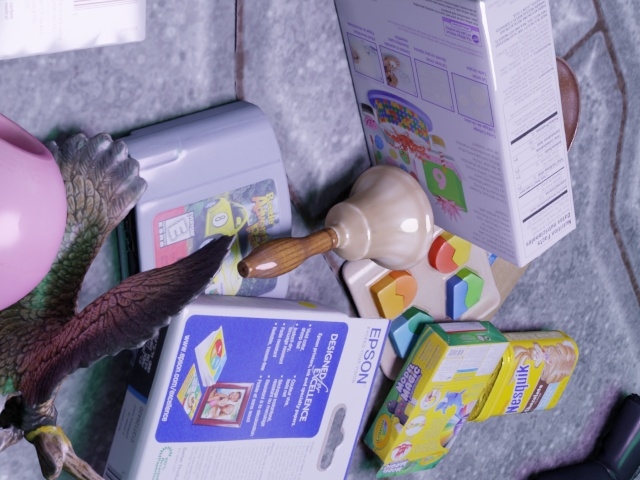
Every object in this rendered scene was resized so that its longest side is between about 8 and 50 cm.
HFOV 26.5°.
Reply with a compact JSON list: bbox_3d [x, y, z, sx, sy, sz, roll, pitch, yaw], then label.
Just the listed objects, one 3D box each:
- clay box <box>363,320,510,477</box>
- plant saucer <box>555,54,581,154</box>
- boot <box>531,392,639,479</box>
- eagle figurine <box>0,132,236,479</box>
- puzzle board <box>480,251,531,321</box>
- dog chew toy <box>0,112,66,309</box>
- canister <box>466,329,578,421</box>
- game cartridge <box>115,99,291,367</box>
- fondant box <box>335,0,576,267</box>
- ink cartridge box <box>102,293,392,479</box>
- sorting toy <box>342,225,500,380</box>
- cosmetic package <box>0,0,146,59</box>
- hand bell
[{"bbox_3d":[0.144,0.207,1.767,0.127,0.053,0.222,1,125,-44],"label":"clay box"},{"bbox_3d":[0.248,-0.145,1.715,0.199,0.036,0.198,-19,123,-34],"label":"plant saucer"},{"bbox_3d":[0.429,0.324,2.064,0.246,0.094,0.207,21,100,-51],"label":"boot"},{"bbox_3d":[-0.237,0.071,1.291,0.226,0.225,0.298,20,117,-10],"label":"eagle figurine"},{"bbox_3d":[0.224,0.052,1.812,0.128,0.011,0.096,-55,134,-5],"label":"puzzle board"},{"bbox_3d":[-0.367,0.036,1.175,0.207,0.206,0.331,28,100,-45],"label":"dog chew toy"},{"bbox_3d":[0.266,0.182,1.865,0.170,0.073,0.126,1,119,-43],"label":"canister"},{"bbox_3d":[-0.121,0.005,1.464,0.196,0.060,0.294,-23,125,-35],"label":"game cartridge"},{"bbox_3d":[0.144,-0.160,1.475,0.096,0.238,0.330,-33,129,-26],"label":"fondant box"},{"bbox_3d":[-0.087,0.211,1.515,0.307,0.072,0.303,6,104,-44],"label":"ink cartridge box"},{"bbox_3d":[0.135,0.060,1.709,0.193,0.038,0.208,-36,130,-14],"label":"sorting toy"},{"bbox_3d":[-0.252,-0.251,1.126,0.151,0.184,0.151,-15,120,-36],"label":"cosmetic package"},{"bbox_3d":[0.000,0.000,1.486,0.242,0.126,0.126,-18,122,-44],"label":"hand bell"}]
